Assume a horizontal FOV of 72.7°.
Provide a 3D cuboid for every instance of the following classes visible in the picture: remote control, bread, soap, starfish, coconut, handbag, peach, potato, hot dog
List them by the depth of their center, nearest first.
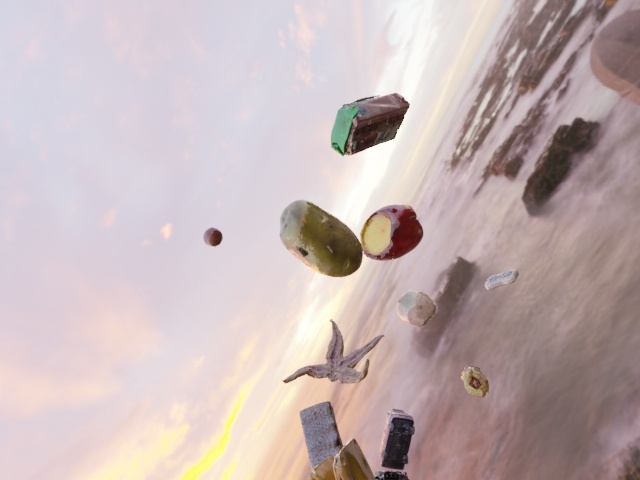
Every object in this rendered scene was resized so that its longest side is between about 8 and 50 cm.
[{"bbox_3d":[0.000,0.000,1.145,0.148,0.229,0.197,-56,32,13],"label":"potato"},{"bbox_3d":[0.111,0.803,1.364,0.133,0.283,0.401,-37,-21,0],"label":"handbag"},{"bbox_3d":[0.169,-0.388,1.469,0.274,0.098,0.217,-25,-29,-31],"label":"soap"},{"bbox_3d":[0.517,0.465,1.475,0.169,0.078,0.061,-85,-22,-80],"label":"hot dog"},{"bbox_3d":[0.239,-0.024,1.518,0.226,0.189,0.196,-25,12,8],"label":"peach"},{"bbox_3d":[0.666,0.143,1.601,0.122,0.032,0.074,-32,5,46],"label":"remote control"},{"bbox_3d":[-0.444,-0.015,1.796,0.083,0.083,0.083,-61,-7,-12],"label":"peach"},{"bbox_3d":[0.023,0.933,1.965,0.416,0.165,0.113,-114,4,-53],"label":"bread"},{"bbox_3d":[0.078,0.537,1.987,0.132,0.399,0.383,58,-133,-32],"label":"starfish"},{"bbox_3d":[0.482,0.345,2.238,0.194,0.195,0.194,-61,-7,-12],"label":"coconut"}]

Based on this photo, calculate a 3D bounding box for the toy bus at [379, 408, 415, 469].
[{"bbox_3d":[0.278,0.727,1.599,0.108,0.097,0.198,-110,32,-85],"label":"toy bus"}]

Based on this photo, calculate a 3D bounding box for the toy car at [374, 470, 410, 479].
[{"bbox_3d":[0.289,1.096,1.756,0.118,0.193,0.300,-42,34,50],"label":"toy car"}]
